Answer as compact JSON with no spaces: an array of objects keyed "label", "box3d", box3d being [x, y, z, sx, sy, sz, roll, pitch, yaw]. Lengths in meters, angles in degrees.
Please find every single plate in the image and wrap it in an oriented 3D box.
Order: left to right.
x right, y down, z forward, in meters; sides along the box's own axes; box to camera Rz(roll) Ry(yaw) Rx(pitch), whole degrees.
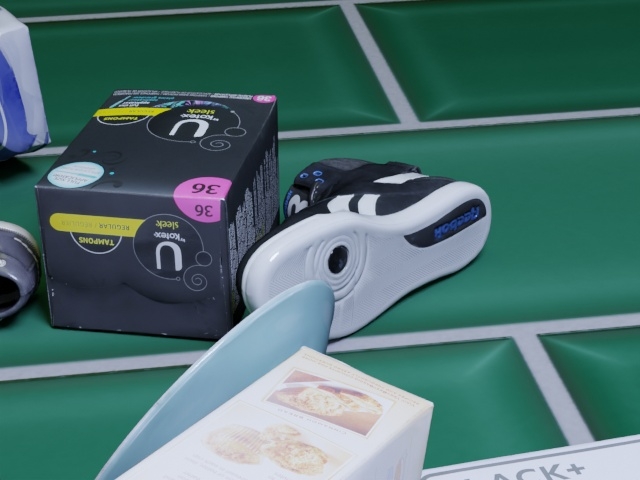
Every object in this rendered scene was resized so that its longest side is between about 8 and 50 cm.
[{"label":"plate","box3d":[-0.049,0.097,0.671,0.024,0.188,0.188,40,41,16]}]

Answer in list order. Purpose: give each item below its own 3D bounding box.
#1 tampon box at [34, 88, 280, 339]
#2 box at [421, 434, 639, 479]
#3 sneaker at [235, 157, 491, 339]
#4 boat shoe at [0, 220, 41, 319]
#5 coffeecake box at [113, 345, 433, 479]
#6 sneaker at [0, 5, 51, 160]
[{"label":"tampon box","box3d":[-0.099,-0.021,0.972,0.120,0.102,0.161,3,27,9]},{"label":"box","box3d":[0.148,0.191,0.566,0.169,0.087,0.290,-7,27,-12]},{"label":"sneaker","box3d":[0.000,0.000,0.969,0.121,0.079,0.216,19,25,40]},{"label":"boat shoe","box3d":[-0.277,0.022,0.924,0.206,0.075,0.065,-1,23,-11]},{"label":"coffeecake box","box3d":[-0.038,0.146,0.576,0.068,0.142,0.185,21,29,26]},{"label":"sneaker","box3d":[-0.360,-0.106,1.145,0.315,0.128,0.182,16,34,42]}]
